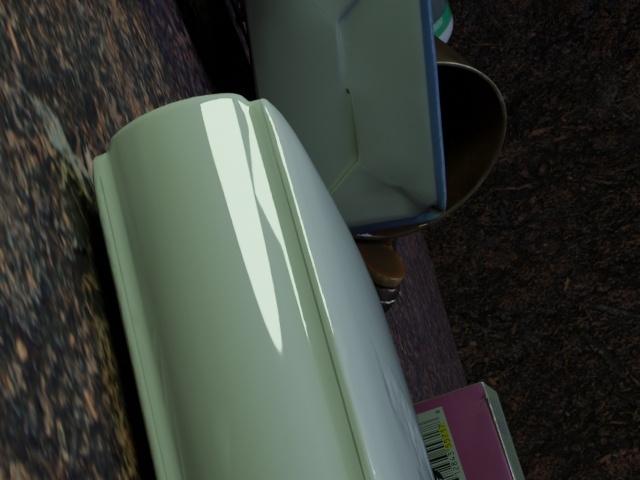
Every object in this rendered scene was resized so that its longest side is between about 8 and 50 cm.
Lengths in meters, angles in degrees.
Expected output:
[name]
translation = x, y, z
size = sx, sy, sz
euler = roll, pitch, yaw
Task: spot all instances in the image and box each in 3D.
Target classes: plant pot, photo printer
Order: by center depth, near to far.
[photo printer]
translation = -0.004, 0.119, 0.877
size = 0.256, 0.107, 0.307
euler = 62, 10, -59
[plant pot]
translation = 0.042, -0.154, 1.926
size = 0.230, 0.215, 0.215
euler = 56, -6, 43

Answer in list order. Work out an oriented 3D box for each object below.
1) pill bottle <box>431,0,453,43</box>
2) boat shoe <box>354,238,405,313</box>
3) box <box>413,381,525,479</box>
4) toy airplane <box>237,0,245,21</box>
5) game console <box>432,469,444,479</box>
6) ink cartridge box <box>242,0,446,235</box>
[pill bottle]
translation = 0.007, -0.368, 2.135
size = 0.204, 0.204, 0.361
euler = -99, 168, -61
[boat shoe]
translation = 0.042, 0.018, 1.948
size = 0.207, 0.073, 0.073
euler = -90, -161, -63
[box]
translation = 0.146, 0.262, 1.860
size = 0.243, 0.117, 0.213
euler = 36, 35, -79
[toy airplane]
translation = -0.069, -0.237, 1.851
size = 0.151, 0.028, 0.151
euler = -17, 90, -85
[game console]
translation = 0.090, 0.266, 1.540
size = 0.071, 0.107, 0.122
euler = 20, 44, -46
[ink cartridge box]
translation = 0.002, -0.217, 1.617
size = 0.395, 0.151, 0.270
euler = -103, -174, -58
